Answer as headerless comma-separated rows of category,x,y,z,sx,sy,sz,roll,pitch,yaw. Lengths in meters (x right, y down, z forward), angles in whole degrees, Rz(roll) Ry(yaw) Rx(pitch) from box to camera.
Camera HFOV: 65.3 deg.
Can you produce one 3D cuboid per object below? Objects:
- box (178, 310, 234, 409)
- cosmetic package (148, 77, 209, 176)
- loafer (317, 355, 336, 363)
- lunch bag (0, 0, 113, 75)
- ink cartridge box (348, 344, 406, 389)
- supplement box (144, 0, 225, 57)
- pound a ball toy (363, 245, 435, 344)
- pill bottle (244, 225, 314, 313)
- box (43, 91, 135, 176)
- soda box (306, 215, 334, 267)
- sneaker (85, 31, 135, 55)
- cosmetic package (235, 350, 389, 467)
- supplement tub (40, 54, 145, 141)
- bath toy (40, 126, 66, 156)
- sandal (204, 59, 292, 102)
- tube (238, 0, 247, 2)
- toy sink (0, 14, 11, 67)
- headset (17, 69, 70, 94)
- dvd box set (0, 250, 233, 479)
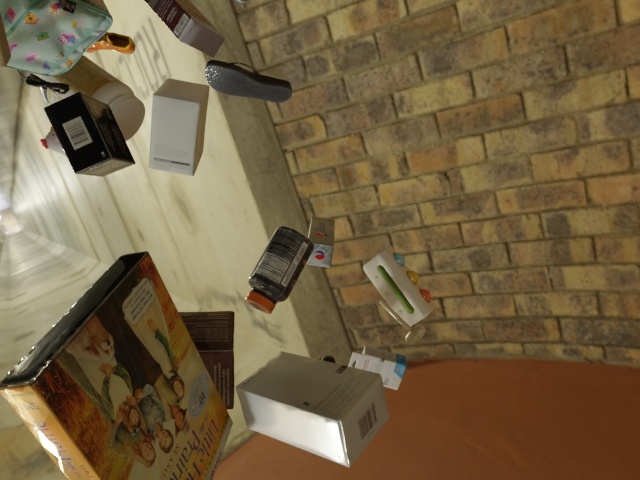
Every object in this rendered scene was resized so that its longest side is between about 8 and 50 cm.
box,-0.298,0.294,1.242,0.167,0.168,0.203,1,-161,-10
cosmetic package,-0.424,-0.347,1.506,0.138,0.225,0.224,10,-153,-10
loafer,-0.011,0.507,1.813,0.078,0.076,0.223,-6,-152,27
lunch bag,-0.653,-0.519,1.204,0.279,0.108,0.224,-28,171,23
ink cartridge box,0.184,0.415,1.654,0.180,0.104,0.060,16,-157,2
supplement box,-0.393,-0.637,1.429,0.073,0.239,0.130,-49,153,20
pound a ball toy,0.292,0.182,1.758,0.136,0.319,0.208,-39,171,21
pill bottle,-0.127,0.090,1.463,0.130,0.130,0.246,4,-121,50
box,-0.518,-0.234,1.137,0.093,0.156,0.158,-23,-175,1
soda box,0.000,0.000,1.889,0.098,0.091,0.286,9,-158,-2
sneaker,-0.611,-0.562,1.394,0.175,0.064,0.067,-2,173,-13
cosmetic package,-0.027,0.458,1.412,0.385,0.156,0.217,3,-157,37
supplement tub,-0.841,-0.524,1.861,0.228,0.316,0.228,-53,172,-11
bath toy,-0.820,-0.350,1.671,0.348,0.151,0.129,3,-172,40
sandal,-0.195,-0.427,1.335,0.254,0.054,0.097,6,155,-39
tube,-0.275,-0.698,1.326,0.207,0.080,0.052,35,-157,16
toy sink,-0.762,-0.424,0.978,0.234,0.153,0.131,-11,-147,-20
headset,-0.797,-0.647,1.482,0.185,0.394,0.243,17,-173,-3
dvd box set,-0.281,0.273,0.804,0.062,0.420,0.307,-9,-153,16
